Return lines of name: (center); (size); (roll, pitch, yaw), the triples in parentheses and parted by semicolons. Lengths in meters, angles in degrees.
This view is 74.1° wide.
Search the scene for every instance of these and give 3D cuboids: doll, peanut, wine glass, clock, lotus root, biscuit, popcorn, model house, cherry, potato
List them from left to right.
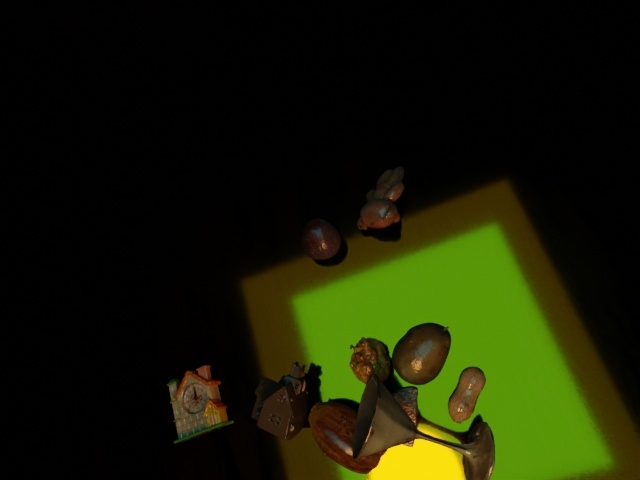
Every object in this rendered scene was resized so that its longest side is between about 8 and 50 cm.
clock: (-0.503, 0.658, 1.730); (0.219, 0.106, 0.256); (-24, 69, 8)
model house: (-0.137, 0.572, 1.592); (0.204, 0.211, 0.244); (16, 84, 18)
cherry: (0.003, -0.002, 1.754); (0.175, 0.176, 0.140); (-4, 42, 15)
lotus root: (0.084, 0.700, 1.524); (0.290, 0.193, 0.193); (30, 84, 16)
popcorn: (0.182, 0.444, 1.571); (0.170, 0.180, 0.180); (17, 77, -14)
doll: (0.282, -0.165, 1.754); (0.201, 0.156, 0.303); (-13, 42, 54)
biscuit: (0.295, 0.636, 1.551); (0.125, 0.025, 0.206); (3, 74, 16)
wine glass: (0.323, 0.628, 1.361); (0.405, 0.267, 0.267); (20, 80, 1)
potato: (0.374, 0.399, 1.534); (0.174, 0.159, 0.251); (38, 99, -4)
peanut: (0.511, 0.540, 1.486); (0.087, 0.087, 0.207); (24, 83, 21)
